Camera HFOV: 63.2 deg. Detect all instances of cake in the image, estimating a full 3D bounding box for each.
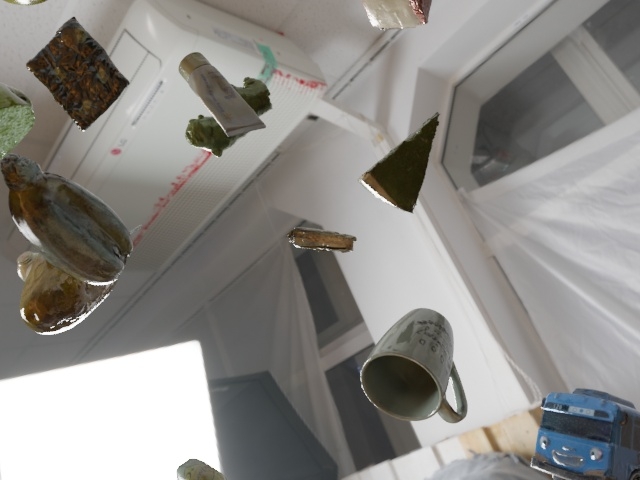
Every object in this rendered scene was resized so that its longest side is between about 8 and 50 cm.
[{"bbox_3d":[0.213,-0.237,1.454,0.172,0.283,0.158,16,8,-5],"label":"cake"},{"bbox_3d":[0.192,-0.688,1.297,0.158,0.262,0.160,5,-2,25],"label":"cake"}]

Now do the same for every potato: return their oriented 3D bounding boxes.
[{"bbox_3d":[-0.649,0.125,1.325,0.229,0.266,0.229,0,-53,-1],"label":"potato"}]

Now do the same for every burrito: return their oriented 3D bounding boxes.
[{"bbox_3d":[0.001,0.000,1.341,0.188,0.058,0.045,7,6,16],"label":"burrito"}]

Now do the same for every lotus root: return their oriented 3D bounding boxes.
[{"bbox_3d":[-0.508,-0.039,1.023,0.140,0.158,0.322,-8,-43,29],"label":"lotus root"}]

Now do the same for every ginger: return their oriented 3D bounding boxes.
[{"bbox_3d":[-0.241,-0.335,1.391,0.290,0.089,0.137,-54,-44,-23],"label":"ginger"}]

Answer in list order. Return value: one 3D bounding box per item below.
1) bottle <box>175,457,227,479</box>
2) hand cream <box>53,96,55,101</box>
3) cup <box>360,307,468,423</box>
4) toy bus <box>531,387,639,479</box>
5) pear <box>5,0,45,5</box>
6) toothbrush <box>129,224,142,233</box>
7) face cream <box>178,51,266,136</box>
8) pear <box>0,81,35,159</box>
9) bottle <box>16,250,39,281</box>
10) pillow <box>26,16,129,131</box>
[{"bbox_3d":[-0.241,0.564,1.174,0.083,0.083,0.270,-6,1,-40],"label":"bottle"},{"bbox_3d":[-0.714,-0.480,1.567,0.210,0.043,0.067,-38,-44,-41],"label":"hand cream"},{"bbox_3d":[0.249,0.301,1.225,0.186,0.258,0.234,-48,-4,37],"label":"cup"},{"bbox_3d":[0.409,0.289,0.724,0.234,0.133,0.116,24,-17,-30],"label":"toy bus"},{"bbox_3d":[-0.625,-0.583,1.066,0.200,0.200,0.200,-21,-21,-8],"label":"pear"},{"bbox_3d":[-0.647,-0.025,1.780,0.162,0.017,0.014,-64,-3,-69],"label":"toothbrush"},{"bbox_3d":[-0.225,-0.323,1.169,0.114,0.224,0.070,-27,-20,-43],"label":"face cream"},{"bbox_3d":[-0.896,-0.331,1.374,0.292,0.159,0.292,-43,2,2],"label":"pear"},{"bbox_3d":[-0.998,0.120,1.875,0.147,0.236,0.147,-37,-41,-41],"label":"bottle"},{"bbox_3d":[-0.627,-0.430,1.347,0.189,0.255,0.034,-42,-7,7],"label":"pillow"}]
